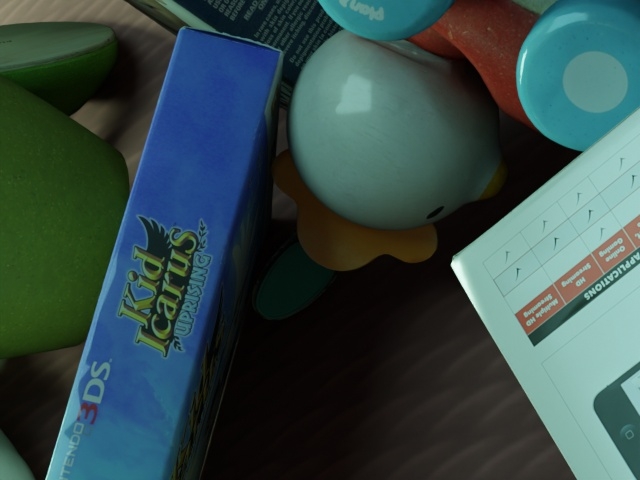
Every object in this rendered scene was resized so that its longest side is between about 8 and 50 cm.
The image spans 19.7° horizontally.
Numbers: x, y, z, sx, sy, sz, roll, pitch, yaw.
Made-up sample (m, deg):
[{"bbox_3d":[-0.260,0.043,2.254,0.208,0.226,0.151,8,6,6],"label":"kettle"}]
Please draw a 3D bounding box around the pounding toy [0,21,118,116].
[{"bbox_3d":[-0.261,-0.089,1.362,0.237,0.110,0.183,-4,16,8],"label":"pounding toy"}]

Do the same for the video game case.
[{"bbox_3d":[-0.082,0.057,1.021,0.061,0.244,0.269,13,70,3],"label":"video game case"}]

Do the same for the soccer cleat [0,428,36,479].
[{"bbox_3d":[-0.287,0.104,1.269,0.331,0.116,0.143,13,75,49],"label":"soccer cleat"}]

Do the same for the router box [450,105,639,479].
[{"bbox_3d":[0.258,0.032,0.728,0.335,0.082,0.301,-39,60,20],"label":"router box"}]

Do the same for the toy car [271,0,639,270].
[{"bbox_3d":[0.071,-0.074,0.962,0.238,0.210,0.219,-63,-4,29],"label":"toy car"}]

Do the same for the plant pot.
[{"bbox_3d":[-0.282,-0.027,1.183,0.275,0.293,0.275,-168,90,-68],"label":"plant pot"}]

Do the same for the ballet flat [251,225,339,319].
[{"bbox_3d":[0.000,0.000,1.115,0.114,0.041,0.041,-51,40,7],"label":"ballet flat"}]

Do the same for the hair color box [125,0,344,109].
[{"bbox_3d":[-0.072,-0.177,1.054,0.174,0.347,0.105,29,87,51],"label":"hair color box"}]
